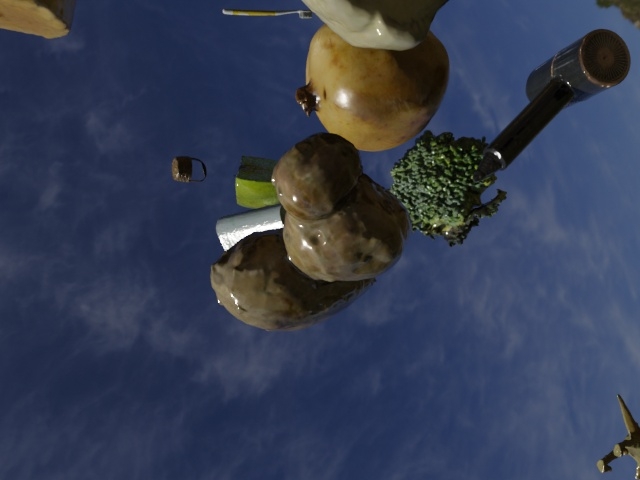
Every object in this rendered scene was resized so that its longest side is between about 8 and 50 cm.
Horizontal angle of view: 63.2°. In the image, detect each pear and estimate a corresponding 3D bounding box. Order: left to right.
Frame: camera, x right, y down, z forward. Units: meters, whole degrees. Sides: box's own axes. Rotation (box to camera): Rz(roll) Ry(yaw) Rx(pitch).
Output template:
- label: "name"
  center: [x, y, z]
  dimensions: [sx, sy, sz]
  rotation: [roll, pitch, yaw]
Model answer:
- label: "pear"
  center: [-0.156, -0.181, 1.705]
  dimensions: [0.288, 0.239, 0.139]
  rotation: [-102, 10, -67]

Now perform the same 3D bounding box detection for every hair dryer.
- label: "hair dryer"
  center: [0.391, -0.229, 0.975]
  dimensions: [0.352, 0.189, 0.107]
  rotation: [-44, -85, -9]

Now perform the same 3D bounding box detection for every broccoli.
- label: "broccoli"
  center: [0.372, -0.155, 1.539]
  dimensions: [0.272, 0.324, 0.334]
  rotation: [-2, -78, -24]

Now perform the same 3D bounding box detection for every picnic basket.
- label: "picnic basket"
  center: [-0.331, -0.182, 1.324]
  dimensions: [0.083, 0.072, 0.072]
  rotation: [1, -100, -31]

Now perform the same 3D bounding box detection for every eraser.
- label: "eraser"
  center: [-0.141, 0.001, 1.324]
  dimensions: [0.081, 0.227, 0.174]
  rotation: [-42, -65, -50]

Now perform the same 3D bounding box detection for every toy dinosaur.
- label: "toy dinosaur"
  center: [0.493, 0.303, 0.799]
  dimensions: [0.126, 0.039, 0.162]
  rotation: [-3, -75, -19]

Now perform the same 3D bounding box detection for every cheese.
- label: "cheese"
  center: [0.090, -0.444, 0.748]
  dimensions: [0.318, 0.115, 0.326]
  rotation: [-21, -66, -17]

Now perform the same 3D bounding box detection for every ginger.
- label: "ginger"
  center: [0.000, 0.000, 0.682]
  dimensions: [0.245, 0.304, 0.155]
  rotation: [11, -137, -26]

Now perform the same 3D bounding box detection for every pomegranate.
- label: "pomegranate"
  center: [0.114, -0.322, 1.045]
  dimensions: [0.307, 0.307, 0.307]
  rotation: [12, -108, -43]

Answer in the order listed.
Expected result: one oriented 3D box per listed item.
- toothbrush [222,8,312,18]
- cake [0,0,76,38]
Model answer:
- label: "toothbrush"
  center: [-0.165, -0.721, 1.653]
  dimensions: [0.288, 0.021, 0.024]
  rotation: [-5, -85, -13]
- label: "cake"
  center: [-0.543, -0.541, 0.847]
  dimensions: [0.332, 0.332, 0.321]
  rotation: [13, -87, -43]
